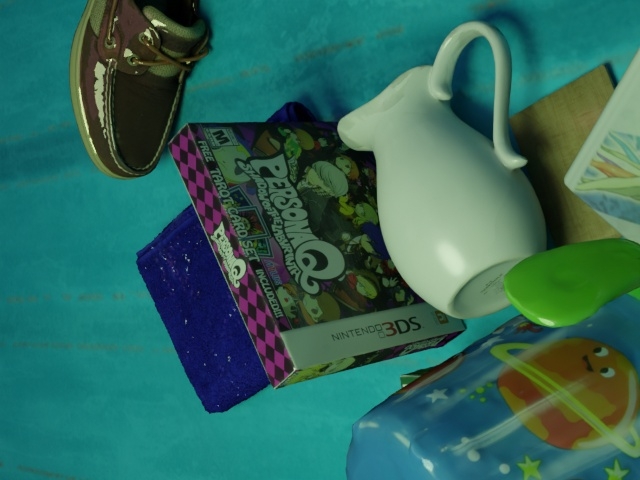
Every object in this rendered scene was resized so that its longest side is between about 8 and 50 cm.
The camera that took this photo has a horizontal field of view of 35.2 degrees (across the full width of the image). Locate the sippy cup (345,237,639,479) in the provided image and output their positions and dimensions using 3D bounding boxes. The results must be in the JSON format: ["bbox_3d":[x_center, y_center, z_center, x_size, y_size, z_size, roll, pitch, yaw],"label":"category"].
[{"bbox_3d":[0.147,0.158,0.684,0.240,0.224,0.305,-11,98,65],"label":"sippy cup"}]

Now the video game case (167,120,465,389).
[{"bbox_3d":[0.000,0.000,0.874,0.042,0.210,0.232,-42,65,41],"label":"video game case"}]

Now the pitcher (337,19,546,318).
[{"bbox_3d":[0.115,-0.059,0.816,0.178,0.125,0.207,-50,49,36],"label":"pitcher"}]

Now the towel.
[{"bbox_3d":[-0.078,0.030,1.057,0.308,0.076,0.227,-41,66,42],"label":"towel"}]

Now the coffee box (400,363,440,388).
[{"bbox_3d":[0.125,0.192,0.839,0.040,0.113,0.184,-9,90,45],"label":"coffee box"}]

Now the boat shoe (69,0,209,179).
[{"bbox_3d":[-0.188,-0.231,1.111,0.123,0.123,0.342,17,101,45],"label":"boat shoe"}]

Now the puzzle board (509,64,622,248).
[{"bbox_3d":[0.208,-0.059,0.792,0.096,0.011,0.128,-29,75,43],"label":"puzzle board"}]

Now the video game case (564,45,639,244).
[{"bbox_3d":[0.292,-0.021,0.526,0.300,0.036,0.329,44,159,16],"label":"video game case"}]
